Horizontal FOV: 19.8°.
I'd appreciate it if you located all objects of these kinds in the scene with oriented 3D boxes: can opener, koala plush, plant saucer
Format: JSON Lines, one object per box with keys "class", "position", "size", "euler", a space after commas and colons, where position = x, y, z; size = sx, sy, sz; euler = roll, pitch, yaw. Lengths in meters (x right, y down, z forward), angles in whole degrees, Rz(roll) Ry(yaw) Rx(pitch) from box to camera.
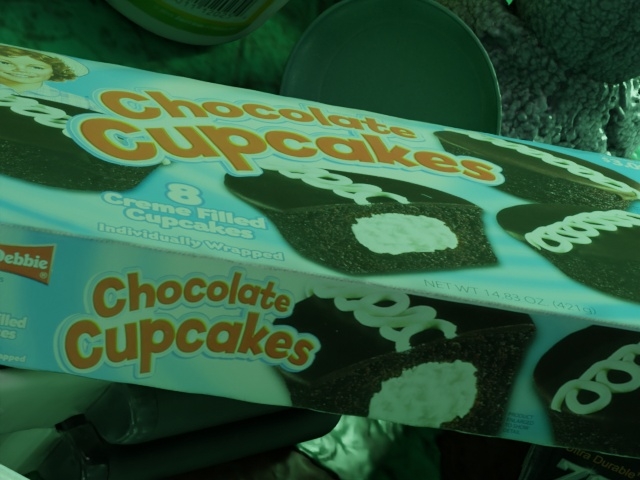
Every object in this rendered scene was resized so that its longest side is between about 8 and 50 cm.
{"class": "can opener", "position": [-0.085, 0.052, 0.709], "size": [0.280, 0.074, 0.093], "euler": [-2, 56, -46]}
{"class": "koala plush", "position": [0.133, -0.113, 0.966], "size": [0.196, 0.221, 0.203], "euler": [35, 37, -15]}
{"class": "plant saucer", "position": [0.037, -0.065, 0.916], "size": [0.119, 0.119, 0.021], "euler": [52, 24, 10]}

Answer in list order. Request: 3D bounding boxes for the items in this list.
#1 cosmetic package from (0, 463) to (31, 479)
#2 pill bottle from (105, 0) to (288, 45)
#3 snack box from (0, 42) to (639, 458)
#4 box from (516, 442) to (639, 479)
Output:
{"class": "cosmetic package", "position": [-0.111, 0.182, 0.449], "size": [0.224, 0.138, 0.225], "euler": [35, 44, -31]}
{"class": "pill bottle", "position": [-0.016, -0.209, 0.877], "size": [0.136, 0.245, 0.136], "euler": [18, 56, -28]}
{"class": "snack box", "position": [0.000, 0.000, 0.724], "size": [0.322, 0.060, 0.187], "euler": [9, 23, -13]}
{"class": "box", "position": [0.255, 0.095, 0.872], "size": [0.293, 0.073, 0.295], "euler": [25, 19, 7]}
